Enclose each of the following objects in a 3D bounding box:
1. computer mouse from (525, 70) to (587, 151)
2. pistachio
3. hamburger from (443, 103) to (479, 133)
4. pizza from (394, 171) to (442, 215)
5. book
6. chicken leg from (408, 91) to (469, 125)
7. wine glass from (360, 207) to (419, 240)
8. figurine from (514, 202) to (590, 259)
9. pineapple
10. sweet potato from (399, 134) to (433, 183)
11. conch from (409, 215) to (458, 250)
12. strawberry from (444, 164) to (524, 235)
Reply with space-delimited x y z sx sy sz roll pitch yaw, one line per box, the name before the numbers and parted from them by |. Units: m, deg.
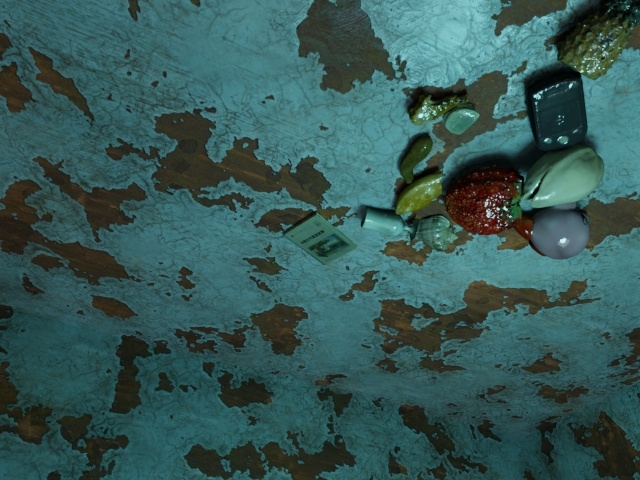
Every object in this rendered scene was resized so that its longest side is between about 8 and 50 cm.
computer mouse | 0.785 -0.432 1.587 0.170 0.100 0.269 -16 129 15
pistachio | 0.851 -0.222 1.689 0.332 0.208 0.226 -29 152 -23
hamburger | 0.478 -0.423 1.654 0.084 0.054 0.121 19 142 -18
pizza | 0.395 -0.184 1.897 0.134 0.056 0.271 10 143 -22
book | 0.000 0.000 2.149 0.215 0.025 0.282 -31 128 32
chicken leg | 0.397 -0.459 1.605 0.207 0.085 0.101 -18 122 9
wine glass | 0.290 -0.071 2.001 0.231 0.103 0.103 14 136 -5
figurine | 0.954 -0.022 1.928 0.261 0.211 0.269 -30 128 31
pineapple | 0.843 -0.634 1.350 0.169 0.169 0.340 19 127 -16
sweet potato | 0.349 -0.298 1.788 0.081 0.062 0.233 9 139 -12
conch | 0.486 -0.036 2.047 0.207 0.130 0.155 10 106 25
strawberry | 0.613 -0.159 1.800 0.288 0.250 0.238 9 150 32
